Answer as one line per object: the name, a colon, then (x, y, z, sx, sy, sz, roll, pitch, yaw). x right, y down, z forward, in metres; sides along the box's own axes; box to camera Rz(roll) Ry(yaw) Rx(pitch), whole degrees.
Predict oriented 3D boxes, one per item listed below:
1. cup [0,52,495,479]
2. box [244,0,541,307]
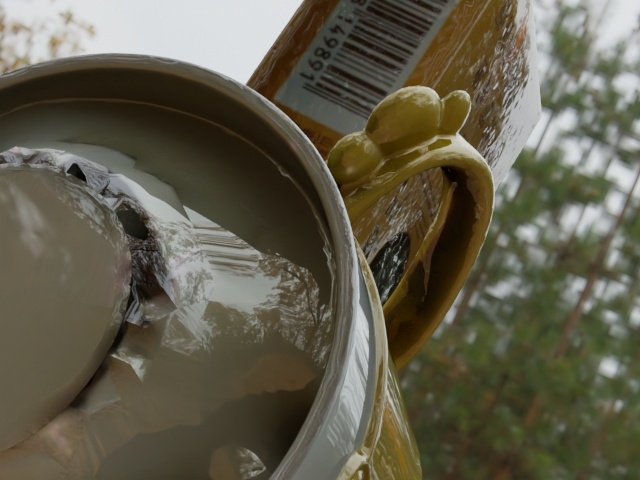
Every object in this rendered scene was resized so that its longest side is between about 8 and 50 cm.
cup: (-0.033, 0.051, 0.539, 0.185, 0.241, 0.226, 49, -8, 31)
box: (-0.001, 0.000, 1.062, 0.116, 0.415, 0.264, 28, -16, 18)
